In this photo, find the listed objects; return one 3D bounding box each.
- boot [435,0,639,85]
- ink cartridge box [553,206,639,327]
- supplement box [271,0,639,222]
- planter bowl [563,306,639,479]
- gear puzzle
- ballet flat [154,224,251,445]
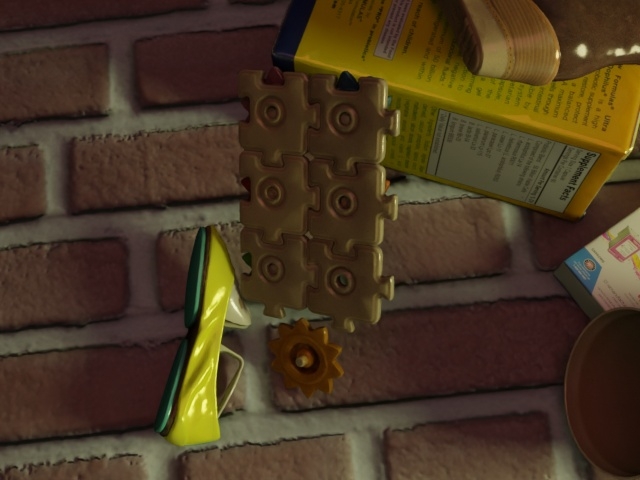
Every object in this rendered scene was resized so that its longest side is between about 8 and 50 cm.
[{"bbox_3d":[0.210,-0.258,0.847,0.206,0.090,0.248,-8,69,-14],"label":"boot"},{"bbox_3d":[0.328,0.028,0.951,0.122,0.052,0.088,-33,73,-11],"label":"ink cartridge box"},{"bbox_3d":[0.149,-0.184,0.954,0.356,0.194,0.195,17,72,7],"label":"supplement box"},{"bbox_3d":[0.332,0.151,0.868,0.109,0.162,0.162,9,69,-24],"label":"planter bowl"},{"bbox_3d":[0.000,0.000,0.891,0.175,0.044,0.339,8,107,26],"label":"gear puzzle"},{"bbox_3d":[-0.114,0.101,0.936,0.077,0.077,0.231,14,74,-16],"label":"ballet flat"}]
